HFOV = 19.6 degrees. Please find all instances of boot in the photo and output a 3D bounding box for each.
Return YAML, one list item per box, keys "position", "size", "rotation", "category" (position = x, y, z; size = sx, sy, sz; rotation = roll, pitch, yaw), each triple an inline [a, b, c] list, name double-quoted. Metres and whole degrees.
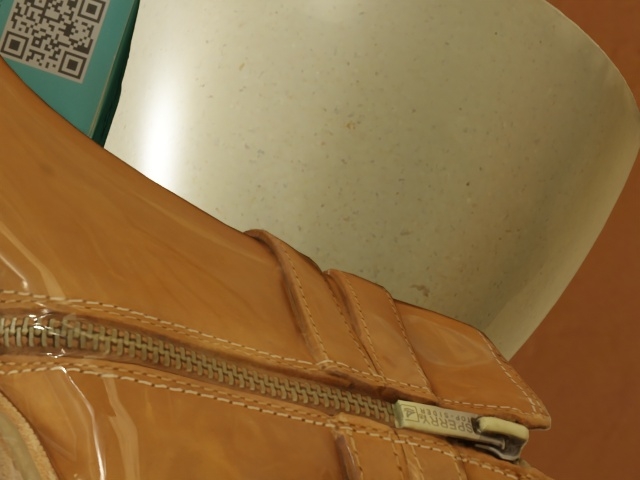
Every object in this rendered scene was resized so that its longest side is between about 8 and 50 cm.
- position: [-0.047, 0.008, 0.494]
  size: [0.220, 0.283, 0.109]
  rotation: [6, -43, -27]
  category: "boot"

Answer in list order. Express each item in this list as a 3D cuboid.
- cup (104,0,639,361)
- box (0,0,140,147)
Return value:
- position: [0.000, 0.000, 1.094]
  size: [0.331, 0.331, 0.237]
  rotation: [35, -117, -34]
  category: "cup"
- position: [-0.129, -0.064, 0.718]
  size: [0.100, 0.244, 0.060]
  rotation: [19, -98, -6]
  category: "box"
